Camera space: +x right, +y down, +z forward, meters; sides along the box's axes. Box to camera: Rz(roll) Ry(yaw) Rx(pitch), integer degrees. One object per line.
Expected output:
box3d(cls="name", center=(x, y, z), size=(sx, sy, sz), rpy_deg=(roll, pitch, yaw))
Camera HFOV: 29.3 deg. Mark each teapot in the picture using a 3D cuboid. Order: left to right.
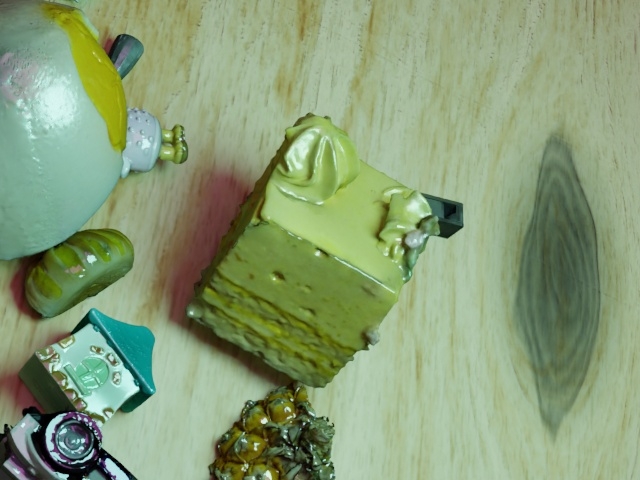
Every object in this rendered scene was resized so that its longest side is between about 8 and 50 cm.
box3d(cls="teapot", center=(-0.283, -0.230, 1.673), size=(0.042, 0.043, 0.111), rpy_deg=(31, 62, -12))

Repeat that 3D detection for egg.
box3d(cls="egg", center=(-0.388, -0.163, 1.450), size=(0.336, 0.201, 0.337), rpy_deg=(1, 69, -2))

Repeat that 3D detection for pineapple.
box3d(cls="pineapple", center=(-0.056, 0.281, 1.499), size=(0.139, 0.164, 0.250), rpy_deg=(1, 72, -18))

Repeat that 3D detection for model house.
box3d(cls="model house", center=(-0.266, 0.156, 1.479), size=(0.149, 0.100, 0.127), rpy_deg=(-36, 88, -35))

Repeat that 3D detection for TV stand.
box3d(cls="TV stand", center=(0.086, -0.056, 1.779), size=(0.256, 0.049, 0.040), rpy_deg=(13, 62, -21))

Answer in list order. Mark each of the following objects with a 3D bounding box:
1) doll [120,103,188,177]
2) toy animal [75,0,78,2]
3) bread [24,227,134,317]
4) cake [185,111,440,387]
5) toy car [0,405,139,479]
box3d(cls="doll", center=(-0.279, -0.137, 1.610), size=(0.207, 0.081, 0.129), rpy_deg=(7, 51, -22))
box3d(cls="toy animal", center=(-0.389, -0.410, 1.666), size=(0.225, 0.094, 0.121), rpy_deg=(30, 68, -23))
box3d(cls="bread", center=(-0.299, 0.030, 1.523), size=(0.157, 0.094, 0.083), rpy_deg=(-34, 91, -26))
box3d(cls="cake", center=(0.000, 0.000, 1.545), size=(0.227, 0.286, 0.222), rpy_deg=(29, 44, -9))
box3d(cls="toy car", center=(-0.245, 0.310, 1.367), size=(0.301, 0.193, 0.118), rpy_deg=(47, 57, -3))
